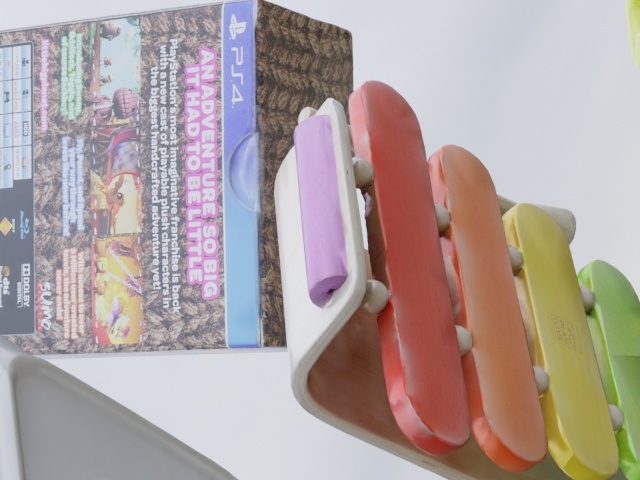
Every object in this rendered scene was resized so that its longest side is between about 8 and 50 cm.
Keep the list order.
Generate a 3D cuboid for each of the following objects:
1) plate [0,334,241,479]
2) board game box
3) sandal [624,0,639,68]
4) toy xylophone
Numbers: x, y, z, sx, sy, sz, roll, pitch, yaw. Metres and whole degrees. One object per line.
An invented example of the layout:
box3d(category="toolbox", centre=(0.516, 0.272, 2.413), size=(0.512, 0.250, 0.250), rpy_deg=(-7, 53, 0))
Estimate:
box3d(category="plate", centre=(-0.092, 0.172, 0.957), size=(0.045, 0.278, 0.277), rpy_deg=(-39, 39, 18))
box3d(category="board game box", centre=(-0.133, -0.033, 1.349), size=(0.141, 0.291, 0.232), rpy_deg=(8, -99, -62))
box3d(category="sandal", centre=(0.367, -0.271, 1.648), size=(0.317, 0.138, 0.126), rpy_deg=(106, 160, -60))
box3d(category="toy xylophone", centre=(0.090, 0.031, 0.920), size=(0.081, 0.323, 0.236), rpy_deg=(-39, 48, 32))
